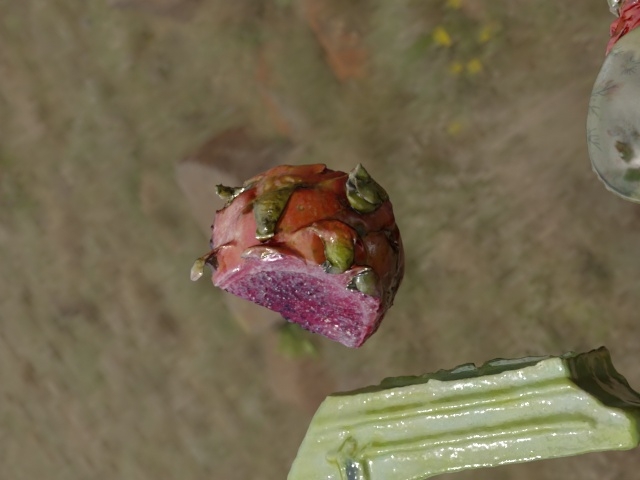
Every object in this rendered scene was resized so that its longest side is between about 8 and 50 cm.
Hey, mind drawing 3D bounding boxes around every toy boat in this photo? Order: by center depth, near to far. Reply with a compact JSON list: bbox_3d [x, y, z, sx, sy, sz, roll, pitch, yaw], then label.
[{"bbox_3d":[0.092,0.124,1.233,0.111,0.276,0.084,-3,-101,-61],"label":"toy boat"}]

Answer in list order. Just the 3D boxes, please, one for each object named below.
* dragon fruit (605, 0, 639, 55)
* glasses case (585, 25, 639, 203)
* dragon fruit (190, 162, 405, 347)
[{"bbox_3d":[0.364,-0.172,1.797,0.172,0.172,0.209,143,113,-76],"label":"dragon fruit"},{"bbox_3d":[0.426,-0.075,1.470,0.425,0.156,0.098,11,-179,13],"label":"glasses case"},{"bbox_3d":[0.000,0.000,1.230,0.147,0.102,0.096,26,142,-11],"label":"dragon fruit"}]
